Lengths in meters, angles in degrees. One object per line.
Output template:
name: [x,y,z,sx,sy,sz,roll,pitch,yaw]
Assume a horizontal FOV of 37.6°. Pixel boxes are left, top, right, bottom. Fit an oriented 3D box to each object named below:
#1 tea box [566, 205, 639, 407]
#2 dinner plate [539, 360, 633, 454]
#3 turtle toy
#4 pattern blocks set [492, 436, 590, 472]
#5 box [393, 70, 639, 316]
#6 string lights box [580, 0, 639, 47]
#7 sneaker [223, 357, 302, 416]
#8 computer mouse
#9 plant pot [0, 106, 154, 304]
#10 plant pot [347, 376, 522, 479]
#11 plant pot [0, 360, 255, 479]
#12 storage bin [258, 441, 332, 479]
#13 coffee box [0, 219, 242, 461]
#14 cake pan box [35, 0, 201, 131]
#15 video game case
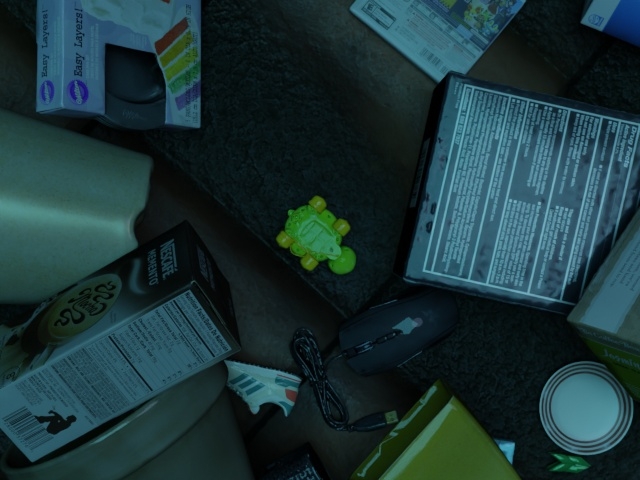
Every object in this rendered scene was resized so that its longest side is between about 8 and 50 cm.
tea box: [0.557,0.085,1.236,0.323,0.220,0.329,46,75,-33]
dinner plate: [0.400,0.253,1.423,0.141,0.017,0.141,0,88,-1]
turtle toy: [0.000,0.000,1.404,0.130,0.066,0.095,44,89,0]
pattern blocks set: [0.303,0.467,1.414,0.286,0.026,0.324,18,89,0]
box: [0.281,-0.056,1.345,0.294,0.183,0.296,13,91,0]
string lights box: [0.521,-0.330,1.373,0.260,0.076,0.133,23,47,1]
sneaker: [-0.111,0.219,1.404,0.161,0.057,0.075,12,83,-2]
computer mouse: [0.099,0.183,1.404,0.262,0.060,0.184,-20,88,0]
plant pot: [-0.399,-0.037,1.305,0.306,0.334,0.333,10,89,-12]
plant pot: [0.175,0.343,1.319,0.187,0.212,0.212,42,91,2]
plant pot: [-0.225,0.322,1.299,0.323,0.323,0.280,-29,104,-1]
storage bin: [-0.009,0.398,1.368,0.084,0.122,0.180,-30,89,-1]
coffee box: [-0.259,0.121,1.175,0.297,0.168,0.118,-29,118,3]
cake pan box: [-0.279,-0.288,1.332,0.070,0.246,0.266,-1,87,43]
video game case: [0.178,-0.357,1.434,0.201,0.023,0.183,40,89,2]
